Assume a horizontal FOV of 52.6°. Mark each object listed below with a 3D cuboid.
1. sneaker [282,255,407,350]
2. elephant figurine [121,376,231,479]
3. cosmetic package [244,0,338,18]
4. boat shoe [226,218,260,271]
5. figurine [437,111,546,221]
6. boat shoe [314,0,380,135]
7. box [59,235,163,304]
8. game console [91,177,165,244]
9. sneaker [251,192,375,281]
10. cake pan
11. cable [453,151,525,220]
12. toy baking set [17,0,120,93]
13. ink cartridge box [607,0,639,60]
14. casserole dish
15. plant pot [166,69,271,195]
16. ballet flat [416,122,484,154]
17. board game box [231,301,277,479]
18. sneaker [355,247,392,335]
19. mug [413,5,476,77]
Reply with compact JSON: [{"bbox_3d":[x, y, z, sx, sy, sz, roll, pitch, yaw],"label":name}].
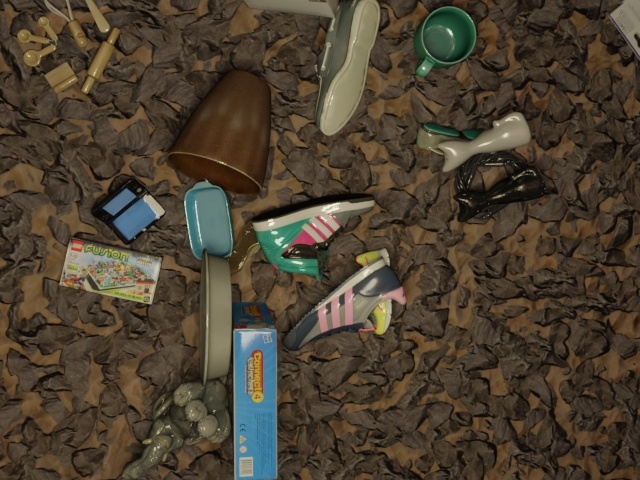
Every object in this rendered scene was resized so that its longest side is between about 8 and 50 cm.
[{"bbox_3d":[0.054,0.179,1.478,0.319,0.112,0.131,-41,83,18],"label":"sneaker"},{"bbox_3d":[-0.327,0.415,1.472,0.239,0.186,0.169,-36,63,24],"label":"elephant figurine"},{"bbox_3d":[-0.045,-0.697,1.390,0.217,0.156,0.384,12,95,10],"label":"cosmetic package"},{"bbox_3d":[-0.167,0.007,1.514,0.056,0.048,0.153,31,83,3],"label":"boat shoe"},{"bbox_3d":[0.388,-0.167,1.499,0.210,0.092,0.214,-21,108,2],"label":"figurine"},{"bbox_3d":[0.043,-0.403,1.497,0.099,0.116,0.319,23,100,34],"label":"boat shoe"},{"bbox_3d":[-0.474,0.068,1.474,0.207,0.036,0.114,13,92,-9],"label":"box"},{"bbox_3d":[-0.430,-0.064,1.455,0.122,0.107,0.071,-41,70,-4],"label":"game console"},{"bbox_3d":[0.000,0.000,1.495,0.296,0.124,0.178,-15,106,-16],"label":"sneaker"},{"bbox_3d":[-0.227,0.162,1.389,0.054,0.293,0.293,1,94,-13],"label":"cake pan"},{"bbox_3d":[0.417,-0.146,1.583,0.184,0.047,0.150,-33,93,-2],"label":"cable"},{"bbox_3d":[-0.548,-0.454,1.425,0.197,0.030,0.256,32,90,-9],"label":"toy baking set"},{"bbox_3d":[0.847,-0.537,1.607,0.224,0.045,0.223,-40,98,-2],"label":"ink cartridge box"},{"bbox_3d":[-0.249,-0.041,1.478,0.114,0.037,0.188,-6,96,23],"label":"casserole dish"},{"bbox_3d":[-0.196,-0.246,1.420,0.215,0.215,0.230,19,77,-9],"label":"plant pot"},{"bbox_3d":[0.333,-0.235,1.558,0.213,0.072,0.068,7,121,-8],"label":"ballet flat"},{"bbox_3d":[-0.149,0.310,1.405,0.086,0.302,0.308,0,95,-8],"label":"board game box"},{"bbox_3d":[0.123,0.124,1.549,0.094,0.081,0.208,-3,89,1],"label":"sneaker"},{"bbox_3d":[0.271,-0.462,1.506,0.158,0.097,0.129,-23,98,-5],"label":"mug"}]
